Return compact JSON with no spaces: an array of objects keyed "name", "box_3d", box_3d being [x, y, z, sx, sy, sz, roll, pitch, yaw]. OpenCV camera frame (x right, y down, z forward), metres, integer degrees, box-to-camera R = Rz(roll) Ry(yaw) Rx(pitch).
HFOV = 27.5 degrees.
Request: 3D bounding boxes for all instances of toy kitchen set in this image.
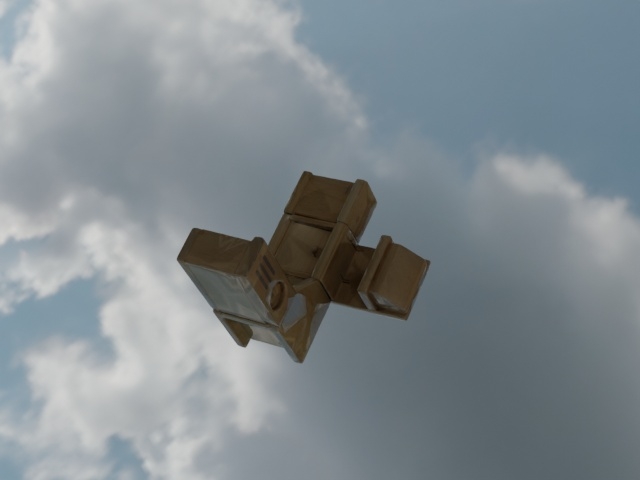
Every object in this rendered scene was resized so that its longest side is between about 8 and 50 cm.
[{"name":"toy kitchen set","box_3d":[0.000,0.000,0.537,0.083,0.068,0.075,-65,-29,-24]}]
